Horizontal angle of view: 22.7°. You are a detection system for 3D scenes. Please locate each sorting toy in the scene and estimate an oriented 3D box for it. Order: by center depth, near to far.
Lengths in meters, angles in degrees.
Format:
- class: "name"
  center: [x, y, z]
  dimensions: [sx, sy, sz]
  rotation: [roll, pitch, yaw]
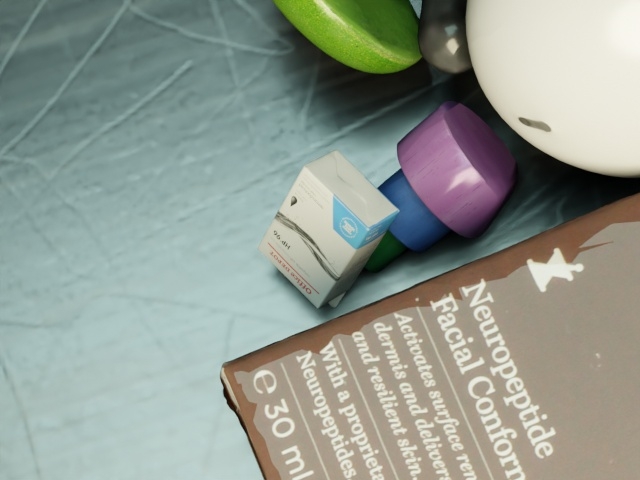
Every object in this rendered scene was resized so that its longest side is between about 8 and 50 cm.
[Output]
- class: "sorting toy"
  center: [-0.041, -0.131, 0.872]
  dimensions: [0.126, 0.127, 0.365]
  rotation: [-40, 76, 24]

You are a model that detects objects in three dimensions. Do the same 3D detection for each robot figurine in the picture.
- class: "robot figurine"
  center: [0.164, -0.161, 0.793]
  dimensions: [0.173, 0.209, 0.278]
  rotation: [19, 54, -10]

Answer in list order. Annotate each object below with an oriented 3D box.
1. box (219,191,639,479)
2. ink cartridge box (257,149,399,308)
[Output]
- class: "box"
  center: [0.164, 0.085, 0.760]
  dimensions: [0.381, 0.143, 0.191]
  rotation: [-23, 74, -4]
- class: "ink cartridge box"
  center: [0.000, 0.000, 0.824]
  dimensions: [0.048, 0.083, 0.028]
  rotation: [45, 45, 15]
